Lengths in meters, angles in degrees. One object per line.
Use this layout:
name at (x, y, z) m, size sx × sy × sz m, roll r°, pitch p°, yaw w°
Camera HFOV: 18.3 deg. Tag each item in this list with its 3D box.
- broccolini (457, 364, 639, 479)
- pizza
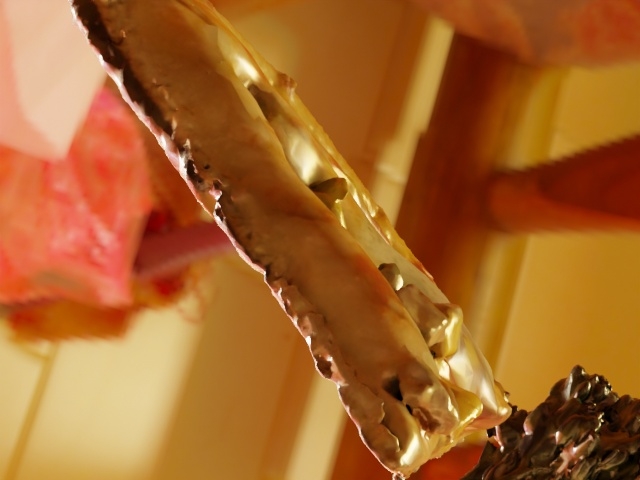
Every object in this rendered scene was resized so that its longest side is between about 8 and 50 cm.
broccolini at (0.053, 0.125, 0.781) m, size 0.091 × 0.202 × 0.068 m, roll 54°, pitch 174°, yaw 24°
pizza at (0.000, 0.000, 0.497) m, size 0.185 × 0.036 × 0.176 m, roll 51°, pitch -176°, yaw -15°
